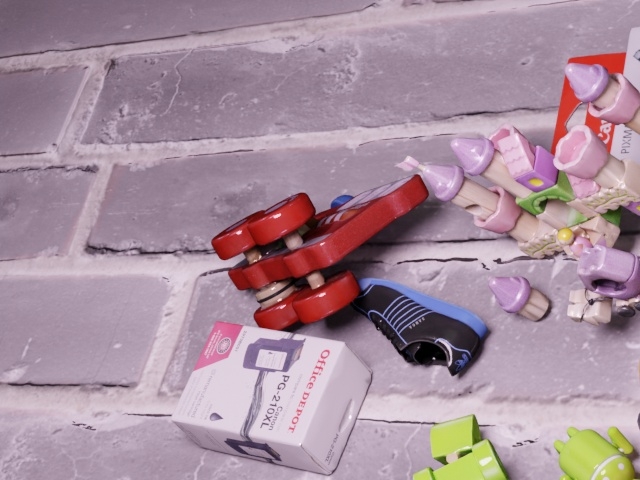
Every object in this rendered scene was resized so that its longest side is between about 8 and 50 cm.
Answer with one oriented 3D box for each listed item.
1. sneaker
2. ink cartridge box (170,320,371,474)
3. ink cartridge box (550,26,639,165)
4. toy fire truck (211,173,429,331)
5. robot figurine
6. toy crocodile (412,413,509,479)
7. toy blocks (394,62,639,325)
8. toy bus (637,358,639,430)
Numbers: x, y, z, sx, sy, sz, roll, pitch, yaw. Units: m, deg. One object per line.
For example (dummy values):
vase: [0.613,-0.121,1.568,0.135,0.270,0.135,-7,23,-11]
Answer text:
sneaker: [0.121,0.123,2.050,0.232,0.081,0.090,16,61,38]
ink cartridge box: [-0.070,0.224,2.071,0.237,0.100,0.172,6,60,34]
ink cartridge box: [0.453,-0.195,2.115,0.239,0.060,0.275,-2,55,28]
toy fire truck: [0.000,0.000,2.145,0.254,0.169,0.302,-33,7,-30]
robot figurine: [0.346,0.283,1.803,0.101,0.067,0.115,-42,46,-7]
toy crocodile: [0.210,0.365,1.809,0.115,0.105,0.340,-28,51,8]
toy blocks: [0.280,-0.067,1.912,0.288,0.260,0.309,-24,45,51]
toy bus: [0.466,0.279,1.709,0.130,0.108,0.332,-19,48,14]
